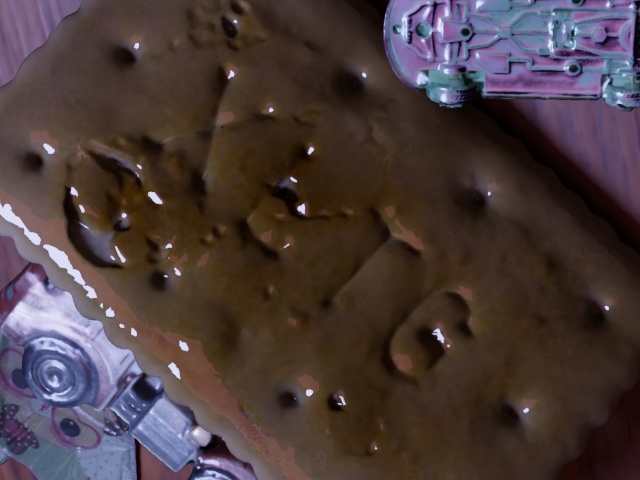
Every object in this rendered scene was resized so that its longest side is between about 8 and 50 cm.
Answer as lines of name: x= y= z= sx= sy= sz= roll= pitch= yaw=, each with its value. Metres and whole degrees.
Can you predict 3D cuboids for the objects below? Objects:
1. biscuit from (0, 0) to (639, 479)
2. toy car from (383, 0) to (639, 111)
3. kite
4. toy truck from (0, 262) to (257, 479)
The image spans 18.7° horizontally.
biscuit: x=0.000 y=0.000 z=0.931 sx=0.325 sy=0.044 sz=0.217 roll=44 pitch=80 yaw=-1
toy car: x=0.101 y=-0.101 z=0.907 sx=0.142 sy=0.055 sz=0.069 roll=2 pitch=116 yaw=7
kite: x=-0.191 y=0.122 z=1.162 sx=0.250 sy=0.012 sz=0.229 roll=-37 pitch=95 yaw=33
toy truck: x=-0.032 y=0.077 z=1.012 sx=0.270 sy=0.114 sz=0.135 roll=40 pitch=119 yaw=-2
